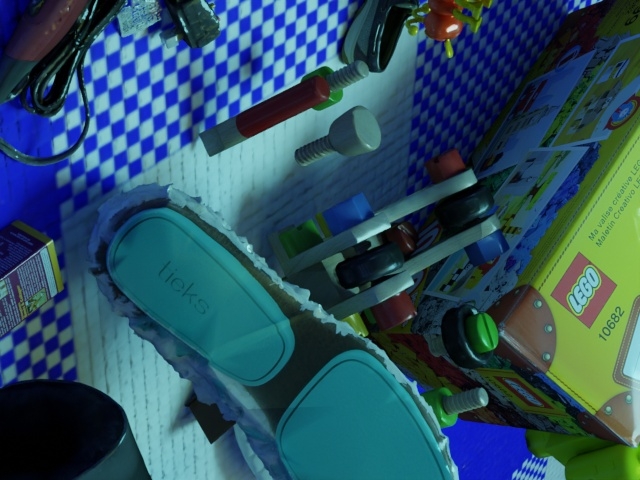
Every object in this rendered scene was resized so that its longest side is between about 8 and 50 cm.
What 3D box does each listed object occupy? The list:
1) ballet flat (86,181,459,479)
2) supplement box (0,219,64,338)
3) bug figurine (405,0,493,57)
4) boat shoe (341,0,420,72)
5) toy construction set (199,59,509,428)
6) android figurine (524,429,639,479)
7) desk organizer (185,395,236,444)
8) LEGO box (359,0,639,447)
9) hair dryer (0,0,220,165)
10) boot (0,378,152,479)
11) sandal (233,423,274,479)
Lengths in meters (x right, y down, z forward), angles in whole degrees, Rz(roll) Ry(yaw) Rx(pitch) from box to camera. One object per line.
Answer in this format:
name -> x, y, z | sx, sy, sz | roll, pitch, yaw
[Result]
ballet flat -> -0.033, 0.103, 1.174 | 0.409, 0.147, 0.147 | 49, 64, -14
supplement box -> -0.243, 0.033, 1.064 | 0.083, 0.043, 0.055 | -41, 144, -35
bug figurine -> 0.151, -0.308, 1.339 | 0.279, 0.072, 0.216 | -57, 158, -59
boat shoe -> 0.073, -0.232, 1.347 | 0.056, 0.049, 0.152 | 8, 107, -60
toy construction set -> 0.000, 0.000, 1.280 | 0.309, 0.237, 0.257 | 51, 38, -24
android figurine -> 0.332, 0.150, 1.457 | 0.056, 0.273, 0.248 | 41, 51, -16
desk organizer -> -0.065, 0.145, 1.377 | 0.130, 0.050, 0.047 | -42, 154, 17
LEGO box -> 0.303, -0.041, 1.523 | 0.193, 0.372, 0.500 | 40, 74, -15
hair dryer -> -0.155, -0.197, 0.982 | 0.223, 0.080, 0.294 | -44, 145, -29
boot -> -0.134, 0.246, 1.174 | 0.367, 0.146, 0.445 | -20, 139, -3
sandal -> 0.012, 0.226, 1.574 | 0.169, 0.102, 0.416 | -44, 135, -5
